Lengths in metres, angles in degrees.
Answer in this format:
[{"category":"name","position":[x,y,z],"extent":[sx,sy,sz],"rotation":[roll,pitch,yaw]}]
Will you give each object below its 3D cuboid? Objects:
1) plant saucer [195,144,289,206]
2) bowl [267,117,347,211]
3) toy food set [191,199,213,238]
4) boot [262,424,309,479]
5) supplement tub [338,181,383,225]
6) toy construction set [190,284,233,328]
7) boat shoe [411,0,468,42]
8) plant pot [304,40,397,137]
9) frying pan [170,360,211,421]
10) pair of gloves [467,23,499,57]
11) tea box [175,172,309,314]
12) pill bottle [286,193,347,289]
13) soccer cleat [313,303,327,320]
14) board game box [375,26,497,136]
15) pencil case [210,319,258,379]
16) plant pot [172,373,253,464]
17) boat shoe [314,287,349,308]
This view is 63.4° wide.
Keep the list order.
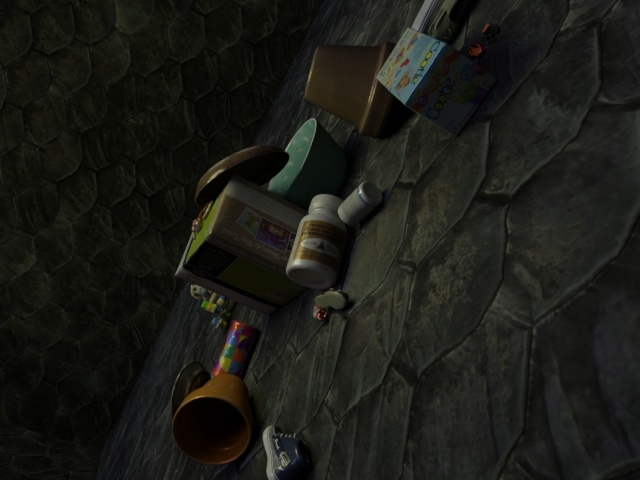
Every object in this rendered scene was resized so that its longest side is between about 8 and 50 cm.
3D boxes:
[{"category":"plant saucer","position":[-0.238,-0.198,1.540],"extent":[0.311,0.050,0.310],"rotation":[-27,-7,-4]},{"category":"bowl","position":[-0.029,-0.206,1.628],"extent":[0.311,0.163,0.311],"rotation":[-50,24,32]},{"category":"toy food set","position":[-0.345,-0.065,1.484],"extent":[0.122,0.019,0.078],"rotation":[-64,20,0]},{"category":"boot","position":[-0.069,0.445,1.112],"extent":[0.086,0.069,0.190],"rotation":[-39,19,2]},{"category":"supplement tub","position":[0.100,-0.092,1.305],"extent":[0.107,0.071,0.071],"rotation":[-43,28,42]},{"category":"toy construction set","position":[-0.419,0.214,2.135],"extent":[0.328,0.151,0.215],"rotation":[24,89,59]},{"category":"boat shoe","position":[0.303,-0.554,1.322],"extent":[0.094,0.109,0.302],"rotation":[28,107,27]},{"category":"plant pot","position":[0.084,-0.437,1.430],"extent":[0.263,0.229,0.263],"rotation":[-165,90,-88]},{"category":"frying pan","position":[-0.366,0.514,1.504],"extent":[0.197,0.053,0.326],"rotation":[-24,-67,-71]},{"category":"pair of gloves","position":[0.366,-0.450,1.167],"extent":[0.083,0.010,0.074],"rotation":[-53,21,20]},{"category":"tea box","position":[-0.203,0.026,1.538],"extent":[0.323,0.329,0.220],"rotation":[-36,33,50]},{"category":"pill bottle","position":[0.000,0.000,1.355],"extent":[0.131,0.131,0.229],"rotation":[-33,37,55]},{"category":"soccer cleat","position":[-0.003,0.185,1.294],"extent":[0.083,0.029,0.035],"rotation":[-117,46,-69]},{"category":"board game box","position":[0.247,-0.363,1.163],"extent":[0.144,0.142,0.275],"rotation":[-56,21,21]},{"category":"pencil case","position":[-0.281,0.375,1.651],"extent":[0.104,0.104,0.236],"rotation":[-14,52,65]},{"category":"plant pot","position":[-0.275,0.465,1.413],"extent":[0.205,0.205,0.188],"rotation":[-59,6,14]},{"category":"boat shoe","position":[0.033,0.136,1.238],"extent":[0.043,0.049,0.137],"rotation":[-29,3,-28]}]
